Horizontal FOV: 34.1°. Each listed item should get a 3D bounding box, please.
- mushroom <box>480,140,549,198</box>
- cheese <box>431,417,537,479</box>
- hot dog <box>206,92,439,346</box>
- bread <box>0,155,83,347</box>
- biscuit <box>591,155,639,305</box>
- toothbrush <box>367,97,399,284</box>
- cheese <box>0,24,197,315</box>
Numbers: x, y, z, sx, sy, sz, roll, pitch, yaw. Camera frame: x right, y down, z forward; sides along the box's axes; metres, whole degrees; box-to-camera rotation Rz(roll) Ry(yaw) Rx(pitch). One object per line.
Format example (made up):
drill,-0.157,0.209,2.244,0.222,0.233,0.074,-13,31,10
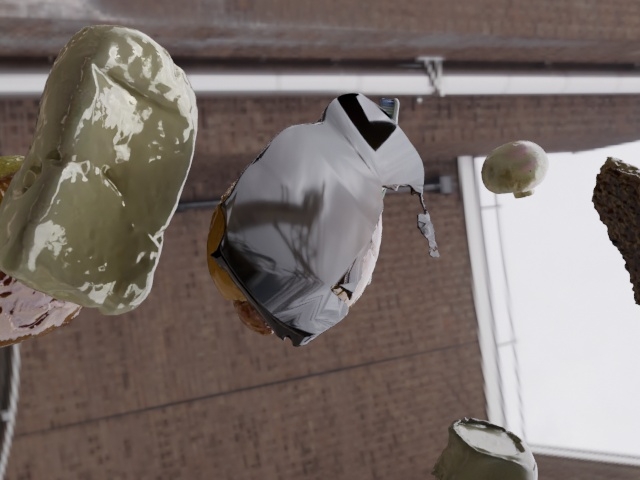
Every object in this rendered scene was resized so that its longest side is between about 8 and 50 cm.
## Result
mushroom,0.237,-0.083,1.267,0.083,0.083,0.067,2,-63,53
cheese,0.247,0.391,1.636,0.202,0.175,0.091,-67,-160,8
hot dog,-0.005,-0.003,1.011,0.194,0.326,0.107,46,-48,8
bread,-0.415,0.017,1.404,0.148,0.270,0.270,22,-67,33
biscuit,0.335,0.028,0.956,0.237,0.026,0.131,39,-41,38
toothbrush,0.091,-0.071,1.618,0.030,0.030,0.304,29,-60,48
cheese,-0.208,-0.070,0.985,0.093,0.159,0.263,9,-104,42
